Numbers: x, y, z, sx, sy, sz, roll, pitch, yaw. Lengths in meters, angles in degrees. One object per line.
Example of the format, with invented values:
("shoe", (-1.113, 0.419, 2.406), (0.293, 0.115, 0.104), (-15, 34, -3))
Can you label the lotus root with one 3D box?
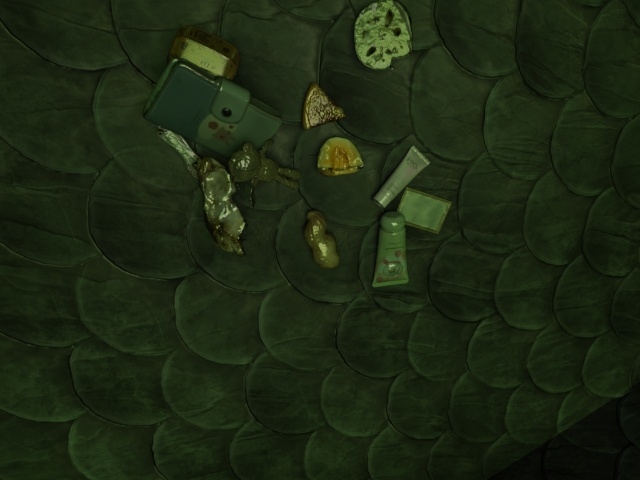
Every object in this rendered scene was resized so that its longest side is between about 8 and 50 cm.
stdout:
("lotus root", (0.196, -0.645, 1.362), (0.184, 0.078, 0.203), (-1, 105, 0))

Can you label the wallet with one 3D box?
("wallet", (-0.305, -0.365, 1.265), (0.361, 0.083, 0.252), (21, 137, -32))

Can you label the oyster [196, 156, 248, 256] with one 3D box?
("oyster", (-0.304, -0.103, 1.357), (0.133, 0.198, 0.336), (-21, 117, -23))

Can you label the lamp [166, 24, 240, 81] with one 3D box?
("lamp", (-0.336, -0.519, 1.245), (0.185, 0.161, 0.161), (21, 103, -20))

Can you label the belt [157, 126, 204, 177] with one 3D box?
("belt", (-0.436, -0.295, 1.353), (0.071, 0.053, 0.232), (-34, 113, 1))

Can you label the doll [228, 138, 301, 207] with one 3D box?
("doll", (-0.167, -0.228, 1.347), (0.286, 0.091, 0.202), (-23, 136, -40))

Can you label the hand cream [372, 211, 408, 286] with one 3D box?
("hand cream", (0.266, 0.040, 1.616), (0.147, 0.093, 0.305), (-7, 119, -7))

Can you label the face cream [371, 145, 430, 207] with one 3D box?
("face cream", (0.284, -0.219, 1.541), (0.092, 0.058, 0.243), (41, 90, -17))

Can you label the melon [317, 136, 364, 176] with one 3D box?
("melon", (0.060, -0.283, 1.461), (0.161, 0.079, 0.128), (-4, 91, -10))

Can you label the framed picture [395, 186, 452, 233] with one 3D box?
("framed picture", (0.385, -0.112, 1.622), (0.201, 0.010, 0.135), (15, 106, -17))

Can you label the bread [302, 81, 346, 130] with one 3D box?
("bread", (-0.010, -0.414, 1.405), (0.154, 0.054, 0.136), (39, 95, -16))

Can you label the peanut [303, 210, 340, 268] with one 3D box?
("peanut", (0.000, 0.000, 1.536), (0.104, 0.086, 0.227), (-29, 111, -12))
